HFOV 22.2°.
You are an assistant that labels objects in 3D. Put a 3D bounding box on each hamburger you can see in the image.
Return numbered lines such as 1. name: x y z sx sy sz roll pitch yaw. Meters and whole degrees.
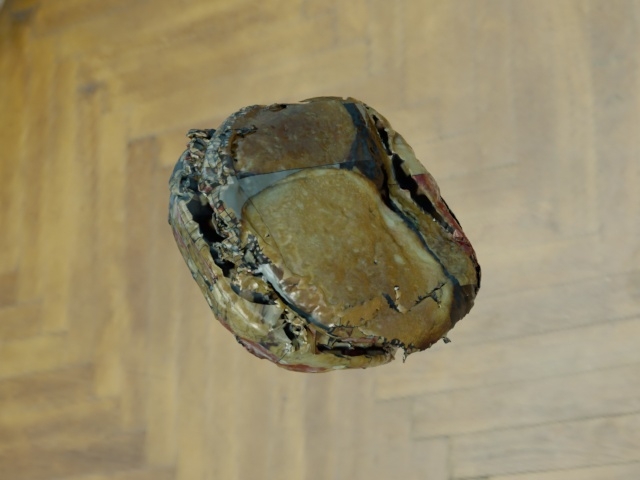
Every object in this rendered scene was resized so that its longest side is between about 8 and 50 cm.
1. hamburger: 0.000 0.000 1.146 0.107 0.231 0.231 -41 56 38
